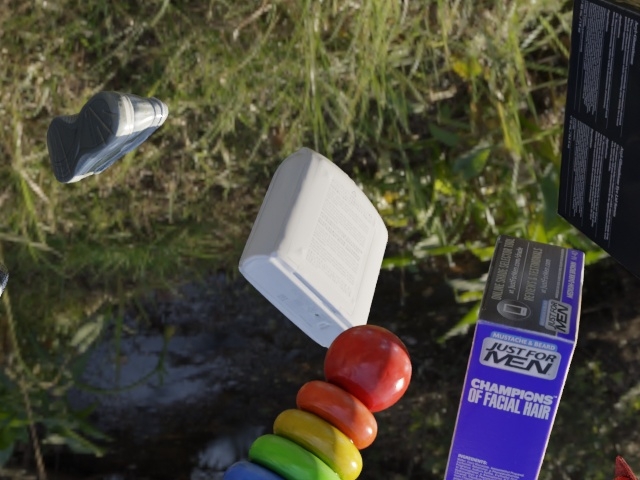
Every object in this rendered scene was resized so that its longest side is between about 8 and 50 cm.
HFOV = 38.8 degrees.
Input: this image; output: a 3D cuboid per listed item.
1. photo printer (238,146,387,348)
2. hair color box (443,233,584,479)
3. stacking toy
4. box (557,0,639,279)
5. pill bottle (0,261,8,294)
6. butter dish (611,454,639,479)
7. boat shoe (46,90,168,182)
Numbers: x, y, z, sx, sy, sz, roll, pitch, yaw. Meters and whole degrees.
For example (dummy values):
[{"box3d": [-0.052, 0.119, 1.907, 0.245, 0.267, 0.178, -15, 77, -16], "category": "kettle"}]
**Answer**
[{"box3d": [0.000, 0.000, 1.608, 0.107, 0.307, 0.256, -23, 125, 37], "category": "photo printer"}, {"box3d": [0.216, 0.187, 1.058, 0.110, 0.185, 0.338, 11, 123, 12], "category": "hair color box"}, {"box3d": [-0.021, 0.221, 0.885, 0.141, 0.330, 0.141, 29, 155, 15], "category": "stacking toy"}, {"box3d": [0.335, -0.111, 0.915, 0.103, 0.184, 0.261, -10, 120, -12], "category": "box"}, {"box3d": [-0.393, -0.010, 0.753, 0.130, 0.130, 0.245, -27, 117, 30], "category": "pill bottle"}, {"box3d": [0.370, 0.387, 1.156, 0.118, 0.160, 0.160, -13, 122, -3], "category": "butter dish"}, {"box3d": [-0.375, -0.175, 1.542, 0.103, 0.118, 0.320, -9, 172, -39], "category": "boat shoe"}]
